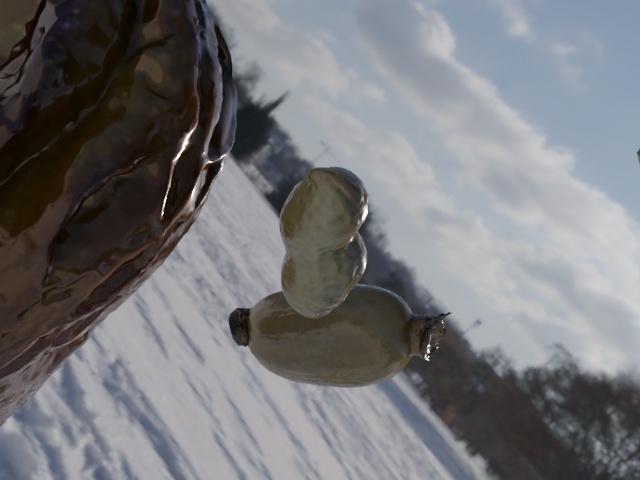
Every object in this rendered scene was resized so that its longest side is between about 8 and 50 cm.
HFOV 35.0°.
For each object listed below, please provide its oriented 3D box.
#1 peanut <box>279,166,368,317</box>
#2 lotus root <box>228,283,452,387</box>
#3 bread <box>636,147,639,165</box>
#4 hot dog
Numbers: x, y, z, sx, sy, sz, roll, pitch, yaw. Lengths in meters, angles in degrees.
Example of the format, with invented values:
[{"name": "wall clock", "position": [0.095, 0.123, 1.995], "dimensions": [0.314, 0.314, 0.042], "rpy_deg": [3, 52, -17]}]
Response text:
[{"name": "peanut", "position": [0.000, 0.000, 0.405], "dimensions": [0.037, 0.037, 0.083], "rpy_deg": [48, -23, 26]}, {"name": "lotus root", "position": [0.012, 0.063, 0.666], "dimensions": [0.062, 0.150, 0.073], "rpy_deg": [-69, 154, -54]}, {"name": "bread", "position": [0.292, -0.049, 0.649], "dimensions": [0.110, 0.156, 0.103], "rpy_deg": [60, -14, -4]}, {"name": "hot dog", "position": [-0.199, -0.003, 0.501], "dimensions": [0.174, 0.387, 0.267], "rpy_deg": [19, 46, -34]}]
